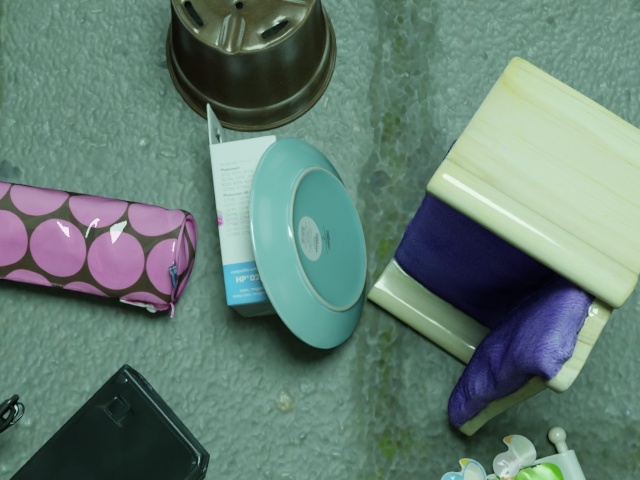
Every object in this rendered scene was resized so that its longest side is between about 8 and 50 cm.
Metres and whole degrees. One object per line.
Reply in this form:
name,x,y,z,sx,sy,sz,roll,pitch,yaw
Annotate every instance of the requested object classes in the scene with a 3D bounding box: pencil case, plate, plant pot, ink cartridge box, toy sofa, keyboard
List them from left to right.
keyboard,-0.251,0.229,0.931,0.317,0.033,0.201,-45,62,-3
pencil case,-0.220,0.006,1.043,0.209,0.095,0.098,10,95,3
plant pot,-0.066,-0.202,1.043,0.166,0.165,0.167,0,79,-1
ink cartridge box,-0.057,-0.028,1.039,0.061,0.104,0.181,-8,80,3
plate,0.000,0.000,1.003,0.024,0.188,0.188,-12,78,29
toy sofa,0.130,0.025,0.905,0.150,0.362,0.177,34,76,5

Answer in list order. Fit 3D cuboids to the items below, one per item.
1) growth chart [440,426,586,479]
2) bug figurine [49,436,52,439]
growth chart,0.148,0.283,1.030,0.237,0.021,0.172,-28,80,-6
bug figurine,-0.304,0.180,1.016,0.279,0.072,0.216,41,88,2
